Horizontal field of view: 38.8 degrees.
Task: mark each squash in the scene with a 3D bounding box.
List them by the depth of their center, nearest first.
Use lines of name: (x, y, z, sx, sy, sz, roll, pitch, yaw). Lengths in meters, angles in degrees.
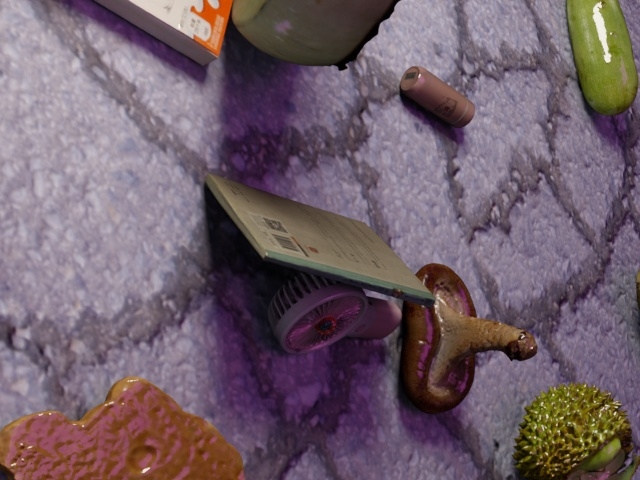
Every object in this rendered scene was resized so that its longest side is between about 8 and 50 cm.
squash: (0.560, -0.433, 1.839, 0.118, 0.118, 0.371, -2, 80, -42)

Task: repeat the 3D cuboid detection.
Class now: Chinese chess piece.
Chinese chess piece: (0.014, -0.397, 1.175, 0.146, 0.349, 0.350, 20, 66, -23)

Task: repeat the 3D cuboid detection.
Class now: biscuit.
biscuit: (-0.205, 0.312, 1.007, 0.376, 0.051, 0.269, 44, 57, -24)

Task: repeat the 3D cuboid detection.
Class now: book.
book: (0.000, 0.000, 1.189, 0.282, 0.215, 0.025, 18, 110, -36)

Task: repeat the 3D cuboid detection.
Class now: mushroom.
mushroom: (0.225, 0.134, 1.324, 0.148, 0.217, 0.227, 9, 73, -40)

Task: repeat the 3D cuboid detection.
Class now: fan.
fan: (0.031, 0.100, 1.233, 0.244, 0.130, 0.074, 13, 37, -51)

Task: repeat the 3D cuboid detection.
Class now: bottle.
bottle: (0.194, -0.236, 1.501, 0.140, 0.053, 0.053, 26, 63, -35)

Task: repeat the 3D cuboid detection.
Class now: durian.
durian: (0.412, 0.330, 1.462, 0.200, 0.176, 0.237, -44, 134, 7)

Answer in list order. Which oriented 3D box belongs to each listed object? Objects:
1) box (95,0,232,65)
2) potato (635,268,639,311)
box: (-0.216, -0.406, 1.177, 0.264, 0.048, 0.274, 26, 64, -35)
potato: (0.749, 0.161, 1.804, 0.351, 0.202, 0.218, 42, 43, -17)
